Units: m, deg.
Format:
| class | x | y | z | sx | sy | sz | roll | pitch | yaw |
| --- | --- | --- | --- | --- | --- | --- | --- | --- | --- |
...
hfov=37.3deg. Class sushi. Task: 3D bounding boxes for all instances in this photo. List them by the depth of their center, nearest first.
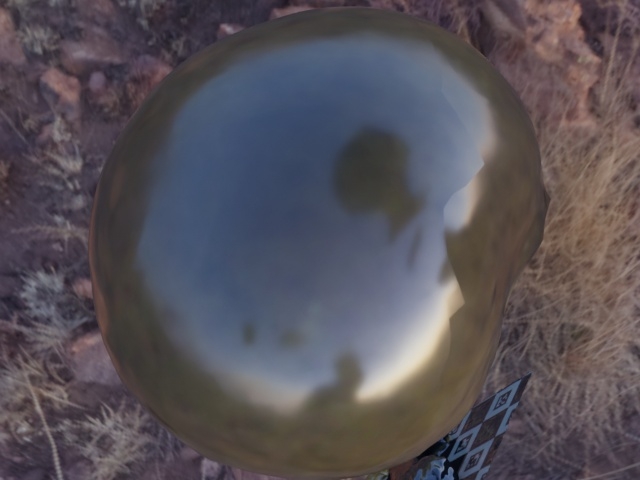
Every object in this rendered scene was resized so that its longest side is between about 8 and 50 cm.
| class | x | y | z | sx | sy | sz | roll | pitch | yaw |
| --- | --- | --- | --- | --- | --- | --- | --- | --- | --- |
| sushi | 0.131 | 0.354 | 1.408 | 0.064 | 0.359 | 0.343 | 42 | 46 | -3 |

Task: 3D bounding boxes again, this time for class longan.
| class | x | y | z | sx | sy | sz | roll | pitch | yaw |
| --- | --- | --- | --- | --- | --- | --- | --- | --- | --- |
| longan | 0.000 | 0.000 | 0.638 | 0.319 | 0.319 | 0.318 | 1 | 70 | -3 |
